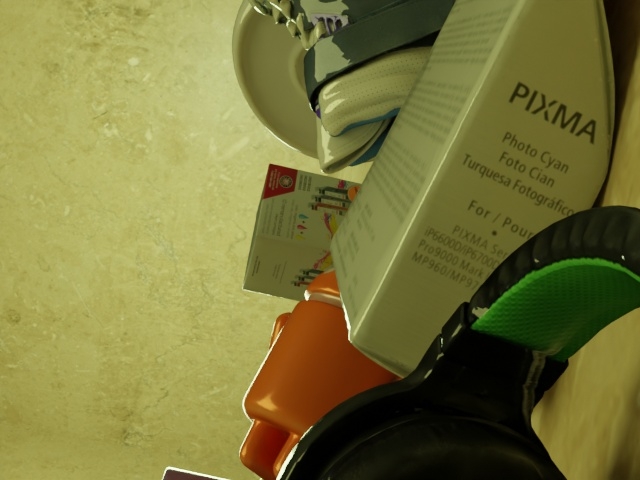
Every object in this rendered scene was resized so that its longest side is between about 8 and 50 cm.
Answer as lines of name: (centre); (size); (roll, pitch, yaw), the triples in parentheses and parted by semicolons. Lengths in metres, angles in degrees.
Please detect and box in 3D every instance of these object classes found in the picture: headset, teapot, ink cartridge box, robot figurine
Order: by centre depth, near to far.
headset: (0.068, 0.175, 0.409); (0.394, 0.185, 0.243); (-59, 17, 32)
ink cartridge box: (0.131, -0.117, 0.700); (0.384, 0.091, 0.308); (-62, 5, 8)
robot figurine: (0.016, 0.112, 0.948); (0.219, 0.128, 0.158); (-60, 5, -17)
teapot: (0.037, -0.223, 1.198); (0.256, 0.253, 0.187); (-57, 0, 40)
ink cartridge box: (0.000, 0.000, 1.451); (0.127, 0.176, 0.128); (109, 171, -52)

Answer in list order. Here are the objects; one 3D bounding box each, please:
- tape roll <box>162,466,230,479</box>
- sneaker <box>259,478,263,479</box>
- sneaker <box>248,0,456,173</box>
tape roll: (-0.120, 0.337, 0.933); (0.275, 0.090, 0.274); (-168, 90, -87)
sneaker: (-0.046, 0.470, 1.552); (0.295, 0.110, 0.123); (-85, -17, -45)
sneaker: (-0.005, -0.183, 0.979); (0.130, 0.323, 0.236); (40, -115, -65)
